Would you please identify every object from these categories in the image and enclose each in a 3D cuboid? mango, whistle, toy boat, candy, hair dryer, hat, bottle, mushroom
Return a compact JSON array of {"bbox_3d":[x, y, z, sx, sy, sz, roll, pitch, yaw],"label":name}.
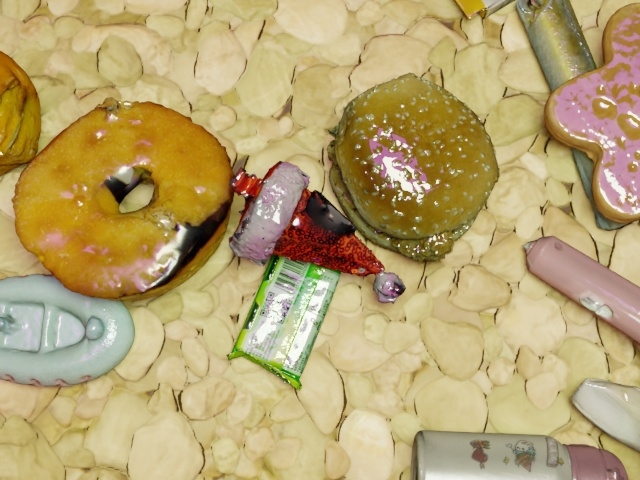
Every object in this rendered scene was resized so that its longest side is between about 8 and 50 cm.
[{"bbox_3d":[-0.508,-0.140,0.993,0.349,0.201,0.199,0,42,10],"label":"mango"},{"bbox_3d":[0.326,-0.170,1.030,0.067,0.057,0.327,-17,78,-2],"label":"whistle"},{"bbox_3d":[-0.325,0.105,0.982,0.207,0.079,0.134,6,76,4],"label":"toy boat"},{"bbox_3d":[-0.036,0.081,1.001,0.102,0.032,0.178,21,78,2],"label":"candy"},{"bbox_3d":[0.364,0.110,0.928,0.352,0.125,0.210,35,50,24],"label":"hair dryer"},{"bbox_3d":[0.002,-0.003,0.949,0.227,0.140,0.129,31,62,0],"label":"hat"},{"bbox_3d":[0.219,0.270,0.919,0.233,0.110,0.110,2,79,1],"label":"bottle"},{"bbox_3d":[0.383,0.228,0.946,0.209,0.071,0.084,37,115,11],"label":"mushroom"}]

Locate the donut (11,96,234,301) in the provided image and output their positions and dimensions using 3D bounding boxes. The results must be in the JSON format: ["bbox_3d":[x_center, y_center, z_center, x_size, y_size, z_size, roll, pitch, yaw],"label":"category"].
[{"bbox_3d":[-0.224,-0.044,0.969,0.253,0.118,0.254,3,63,-6],"label":"donut"}]

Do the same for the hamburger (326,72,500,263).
[{"bbox_3d":[0.114,-0.084,0.986,0.189,0.122,0.215,-28,81,-6],"label":"hamburger"}]

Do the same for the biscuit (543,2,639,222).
[{"bbox_3d":[0.447,-0.171,0.959,0.354,0.052,0.275,-32,79,2],"label":"biscuit"}]

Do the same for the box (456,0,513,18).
[{"bbox_3d":[0.262,-0.394,1.090,0.247,0.033,0.129,-31,80,-5],"label":"box"}]
